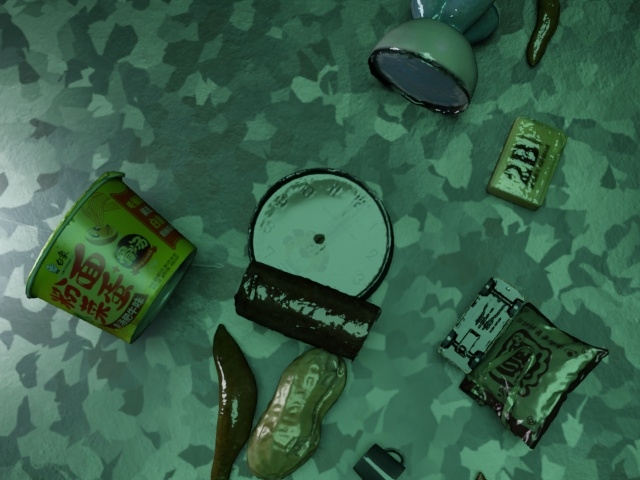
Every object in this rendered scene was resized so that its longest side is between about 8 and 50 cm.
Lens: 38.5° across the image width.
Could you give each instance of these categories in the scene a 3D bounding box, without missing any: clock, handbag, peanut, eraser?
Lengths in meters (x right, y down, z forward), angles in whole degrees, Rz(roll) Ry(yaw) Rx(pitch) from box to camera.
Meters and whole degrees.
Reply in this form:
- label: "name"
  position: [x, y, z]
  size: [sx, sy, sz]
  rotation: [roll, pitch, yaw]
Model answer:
- label: "clock"
  position: [-0.001, 0.001, 1.895]
  size: [0.312, 0.061, 0.313]
  rotation: [-1, 80, 4]
- label: "handbag"
  position: [0.410, 0.255, 1.783]
  size: [0.235, 0.127, 0.213]
  rotation: [-53, 47, 0]
- label: "peanut"
  position: [-0.046, 0.339, 1.801]
  size: [0.130, 0.130, 0.290]
  rotation: [25, 81, 8]
- label: "eraser"
  position: [0.429, -0.162, 1.900]
  size: [0.117, 0.058, 0.172]
  rotation: [23, 81, 7]

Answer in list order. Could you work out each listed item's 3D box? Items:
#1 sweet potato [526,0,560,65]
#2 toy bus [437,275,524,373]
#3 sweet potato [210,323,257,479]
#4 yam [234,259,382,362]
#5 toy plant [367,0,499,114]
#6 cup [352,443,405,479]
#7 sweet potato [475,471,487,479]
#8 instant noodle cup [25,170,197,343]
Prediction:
- label: "sweet potato"
  position: [0.478, -0.459, 1.956]
  size: [0.053, 0.053, 0.182]
  rotation: [15, 80, 0]
- label: "toy bus"
  position: [0.319, 0.168, 1.831]
  size: [0.083, 0.088, 0.194]
  rotation: [37, 86, 10]
- label: "sweet potato"
  position: [-0.174, 0.337, 1.829]
  size: [0.079, 0.108, 0.346]
  rotation: [9, 77, -31]
- label: "yam"
  position: [-0.028, 0.138, 1.781]
  size: [0.279, 0.131, 0.131]
  rotation: [20, 81, 8]
- label: "toy plant"
  position: [0.262, -0.457, 1.888]
  size: [0.247, 0.247, 0.332]
  rotation: [23, 79, 7]
- label: "cup"
  position: [0.121, 0.443, 1.804]
  size: [0.077, 0.078, 0.100]
  rotation: [43, 51, 14]
- label: "sweet potato"
  position: [0.311, 0.500, 1.797]
  size: [0.034, 0.034, 0.095]
  rotation: [10, 91, 5]
- label: "instant noodle cup"
  position: [-0.395, 0.045, 1.807]
  size: [0.221, 0.311, 0.311]
  rotation: [34, 83, -1]
